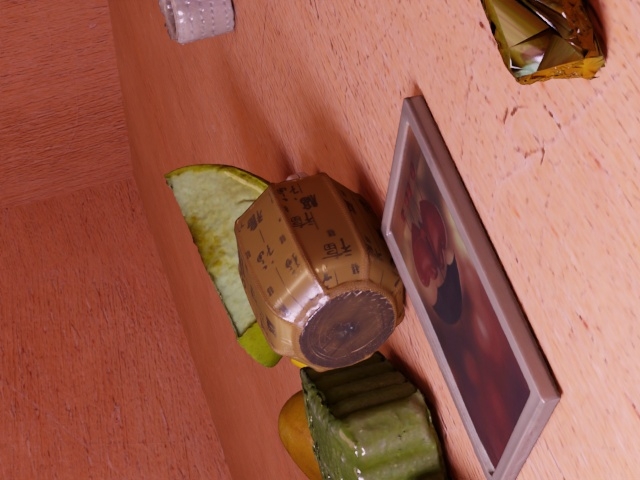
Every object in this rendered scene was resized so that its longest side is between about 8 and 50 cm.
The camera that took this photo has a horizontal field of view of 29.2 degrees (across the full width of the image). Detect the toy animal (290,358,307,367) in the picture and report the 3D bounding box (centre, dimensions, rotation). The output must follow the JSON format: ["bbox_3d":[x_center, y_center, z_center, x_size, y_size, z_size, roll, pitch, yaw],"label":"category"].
[{"bbox_3d":[0.018,0.110,1.452,0.114,0.091,0.082,-18,-66,-73],"label":"toy animal"}]

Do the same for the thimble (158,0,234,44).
[{"bbox_3d":[-0.178,-0.340,1.735,0.102,0.090,0.115,97,154,-60],"label":"thimble"}]

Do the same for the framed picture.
[{"bbox_3d":[0.117,0.051,1.050,0.211,0.020,0.289,95,157,-59],"label":"framed picture"}]

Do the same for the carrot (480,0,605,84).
[{"bbox_3d":[0.105,-0.197,0.714,0.069,0.069,0.228,147,106,-77],"label":"carrot"}]

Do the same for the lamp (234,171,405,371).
[{"bbox_3d":[-0.002,0.030,1.248,0.161,0.161,0.185,88,163,-44],"label":"lamp"}]

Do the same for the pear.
[{"bbox_3d":[-0.068,0.038,1.615,0.288,0.139,0.239,62,178,32],"label":"pear"}]

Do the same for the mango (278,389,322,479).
[{"bbox_3d":[0.024,0.267,1.536,0.227,0.099,0.136,48,147,48],"label":"mango"}]

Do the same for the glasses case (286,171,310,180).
[{"bbox_3d":[0.000,0.000,1.432,0.076,0.049,0.197,88,163,-46],"label":"glasses case"}]

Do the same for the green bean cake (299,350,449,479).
[{"bbox_3d":[0.058,0.234,1.300,0.214,0.113,0.200,-134,31,-68],"label":"green bean cake"}]
